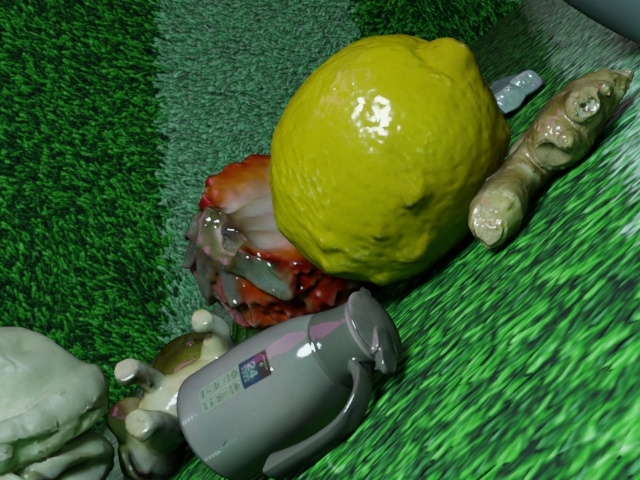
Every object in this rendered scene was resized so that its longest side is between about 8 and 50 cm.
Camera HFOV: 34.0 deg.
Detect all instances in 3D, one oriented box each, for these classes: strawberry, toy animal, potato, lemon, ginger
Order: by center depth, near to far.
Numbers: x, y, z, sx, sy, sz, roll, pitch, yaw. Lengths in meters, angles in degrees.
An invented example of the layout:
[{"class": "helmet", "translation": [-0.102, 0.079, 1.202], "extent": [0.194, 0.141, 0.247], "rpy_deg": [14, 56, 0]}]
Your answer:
[{"class": "ginger", "translation": [0.200, -0.078, 0.940], "extent": [0.214, 0.059, 0.133], "rpy_deg": [-46, 1, -40]}, {"class": "lemon", "translation": [0.066, -0.082, 1.055], "extent": [0.288, 0.233, 0.233], "rpy_deg": [-56, -2, 33]}, {"class": "toy animal", "translation": [-0.174, 0.195, 1.272], "extent": [0.233, 0.121, 0.168], "rpy_deg": [-37, -33, 3]}, {"class": "strawberry", "translation": [0.000, 0.000, 1.296], "extent": [0.336, 0.265, 0.149], "rpy_deg": [-23, -51, -32]}, {"class": "potato", "translation": [-0.188, 0.193, 1.542], "extent": [0.160, 0.111, 0.271], "rpy_deg": [-47, 5, -7]}]

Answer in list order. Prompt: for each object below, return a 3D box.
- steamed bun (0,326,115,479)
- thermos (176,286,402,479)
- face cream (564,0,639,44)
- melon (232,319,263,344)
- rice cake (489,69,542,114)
[{"class": "steamed bun", "translation": [-0.348, 0.289, 1.179], "extent": [0.352, 0.247, 0.339], "rpy_deg": [-62, -11, -47]}, {"class": "thermos", "translation": [-0.017, 0.126, 0.866], "extent": [0.193, 0.105, 0.137], "rpy_deg": [-34, 35, 26]}, {"class": "face cream", "translation": [0.278, -0.374, 1.037], "extent": [0.219, 0.357, 0.312], "rpy_deg": [-44, 5, 1]}, {"class": "melon", "translation": [-0.035, 0.046, 1.448], "extent": [0.323, 0.124, 0.196], "rpy_deg": [-45, -3, -30]}, {"class": "rice cake", "translation": [0.280, -0.221, 1.586], "extent": [0.080, 0.042, 0.222], "rpy_deg": [-39, 4, 2]}]
